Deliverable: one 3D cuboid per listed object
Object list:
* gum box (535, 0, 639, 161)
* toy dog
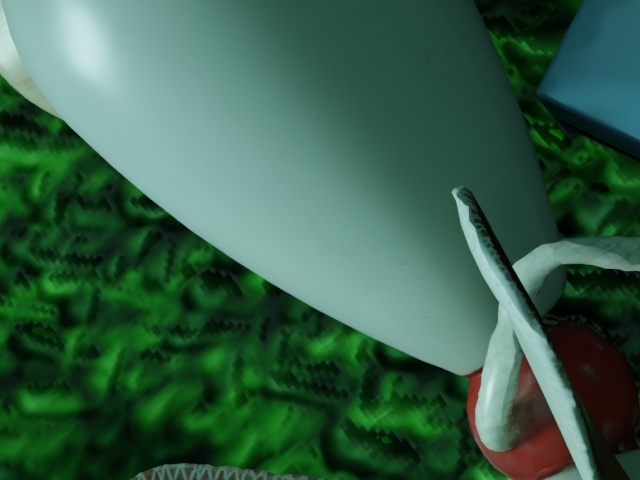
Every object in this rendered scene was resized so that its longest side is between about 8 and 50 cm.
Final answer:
[{"bbox_3d":[0.170,-0.083,0.524,0.157,0.041,0.184,28,90,20],"label":"gum box"},{"bbox_3d":[0.000,0.000,0.484,0.334,0.161,0.220,45,127,23],"label":"toy dog"}]
